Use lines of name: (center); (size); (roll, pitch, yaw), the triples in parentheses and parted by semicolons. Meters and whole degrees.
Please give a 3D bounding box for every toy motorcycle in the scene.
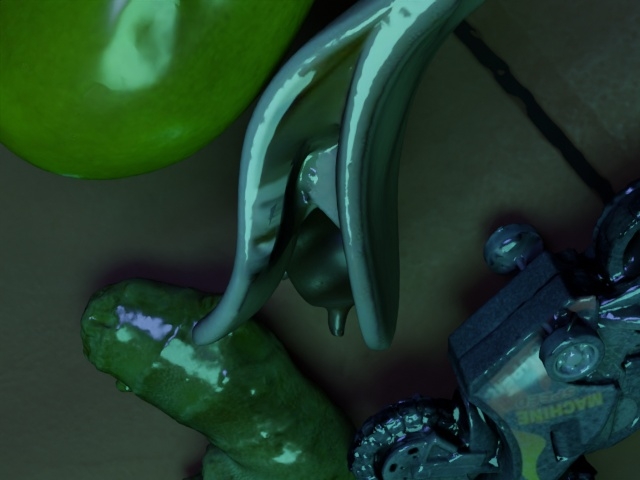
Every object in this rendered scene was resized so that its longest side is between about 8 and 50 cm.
toy motorcycle: (0.163, 0.080, 1.189); (0.307, 0.108, 0.173); (-41, 131, 17)

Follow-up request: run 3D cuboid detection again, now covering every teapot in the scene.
teapot: (0.000, 0.000, 1.154); (0.068, 0.076, 0.121); (-24, 91, 17)

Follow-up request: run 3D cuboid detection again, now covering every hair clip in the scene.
hair clip: (0.016, -0.058, 1.042); (0.113, 0.172, 0.282); (18, 103, 8)

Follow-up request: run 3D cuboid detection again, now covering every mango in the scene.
mango: (-0.089, -0.158, 0.997); (0.149, 0.185, 0.273); (18, 109, -54)

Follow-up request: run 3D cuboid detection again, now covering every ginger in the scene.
ginger: (-0.050, 0.134, 1.226); (0.137, 0.089, 0.290); (-5, 132, 33)
